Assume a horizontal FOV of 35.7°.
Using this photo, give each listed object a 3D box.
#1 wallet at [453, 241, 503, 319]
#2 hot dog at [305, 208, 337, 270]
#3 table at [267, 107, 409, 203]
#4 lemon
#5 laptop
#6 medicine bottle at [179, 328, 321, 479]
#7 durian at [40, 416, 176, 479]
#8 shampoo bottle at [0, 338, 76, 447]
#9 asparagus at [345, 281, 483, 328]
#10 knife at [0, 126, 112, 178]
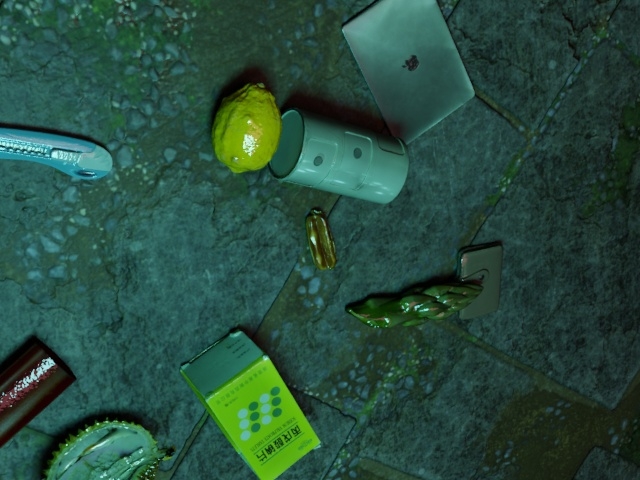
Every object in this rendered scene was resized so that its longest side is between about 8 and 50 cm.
[{"bbox_3d":[0.323,0.084,2.029,0.118,0.039,0.153,-12,116,-26],"label":"wallet"},{"bbox_3d":[0.000,0.000,1.824,0.049,0.037,0.122,-15,111,-10],"label":"hot dog"},{"bbox_3d":[0.030,-0.144,1.727,0.220,0.126,0.126,12,103,-32],"label":"table"},{"bbox_3d":[-0.120,-0.185,1.637,0.114,0.114,0.155,9,100,-31],"label":"lemon"},{"bbox_3d":[0.162,-0.321,1.793,0.187,0.015,0.269,-37,122,-11],"label":"laptop"},{"bbox_3d":[-0.124,0.303,1.814,0.137,0.141,0.250,-37,122,-14],"label":"medicine bottle"},{"bbox_3d":[-0.360,0.415,1.725,0.237,0.193,0.138,-18,159,-10],"label":"durian"},{"bbox_3d":[-0.530,0.284,1.630,0.260,0.064,0.102,-43,124,-7],"label":"shampoo bottle"},{"bbox_3d":[0.191,0.130,1.946,0.287,0.080,0.080,-15,116,-16],"label":"asparagus"},{"bbox_3d":[-0.428,-0.136,1.538,0.222,0.031,0.064,9,109,-30],"label":"knife"}]
